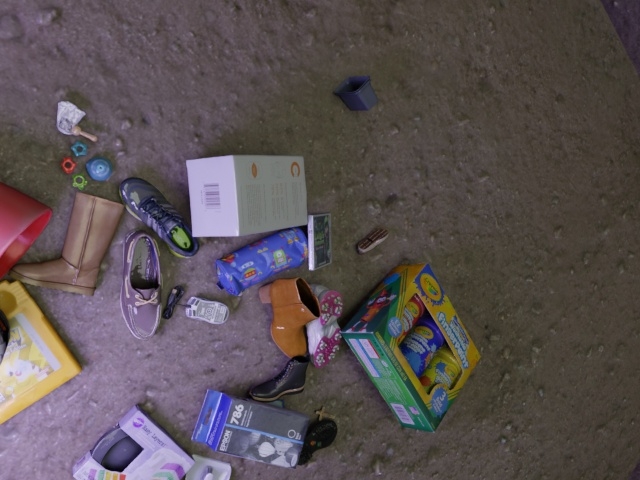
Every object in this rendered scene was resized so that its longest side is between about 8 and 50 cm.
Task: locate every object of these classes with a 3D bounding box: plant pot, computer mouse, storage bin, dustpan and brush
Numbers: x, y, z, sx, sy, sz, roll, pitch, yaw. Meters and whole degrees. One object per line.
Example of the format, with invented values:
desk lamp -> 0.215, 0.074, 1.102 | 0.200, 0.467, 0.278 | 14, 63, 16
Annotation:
plant pot -> -0.843, -0.044, 1.391 | 0.243, 0.275, 0.275 | 38, 77, -14
computer mouse -> -0.375, 0.210, 1.750 | 0.192, 0.042, 0.106 | 19, 80, -21
storage bin -> 0.129, -0.488, 1.909 | 0.098, 0.135, 0.091 | -49, 123, -16
dustpan and brush -> -0.371, 0.789, 1.776 | 0.147, 0.060, 0.211 | 26, 81, -25

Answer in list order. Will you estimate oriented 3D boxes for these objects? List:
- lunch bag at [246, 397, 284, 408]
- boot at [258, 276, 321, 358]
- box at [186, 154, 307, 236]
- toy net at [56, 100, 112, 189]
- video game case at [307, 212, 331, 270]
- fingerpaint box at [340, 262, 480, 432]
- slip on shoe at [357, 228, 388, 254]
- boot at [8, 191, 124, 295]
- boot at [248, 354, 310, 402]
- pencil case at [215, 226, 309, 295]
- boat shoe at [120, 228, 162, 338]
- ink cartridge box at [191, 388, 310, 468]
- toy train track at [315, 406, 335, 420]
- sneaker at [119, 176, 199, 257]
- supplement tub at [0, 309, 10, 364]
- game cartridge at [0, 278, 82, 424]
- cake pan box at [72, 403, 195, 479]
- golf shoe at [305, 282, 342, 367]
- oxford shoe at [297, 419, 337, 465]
lunch bag -> -0.184, 0.585, 1.843 | 0.128, 0.096, 0.151 | 10, 74, -21
boot -> -0.070, 0.252, 1.799 | 0.104, 0.211, 0.295 | -37, 108, -39
box -> -0.200, -0.134, 1.655 | 0.345, 0.168, 0.215 | -12, 100, -58
toy net -> -0.669, -0.262, 1.571 | 0.122, 0.045, 0.232 | -28, 104, -20
video game case -> 0.000, 0.000, 1.860 | 0.022, 0.190, 0.173 | 0, 95, 19
fingerpaint box -> 0.330, 0.364, 1.989 | 0.371, 0.163, 0.445 | -44, 111, -35
slip on shoe -> 0.185, 0.006, 2.014 | 0.135, 0.051, 0.041 | -37, 148, -28
boot -> -0.686, -0.002, 1.558 | 0.236, 0.089, 0.270 | 18, 86, -39
boot -> -0.130, 0.435, 1.840 | 0.197, 0.077, 0.137 | -8, 125, -38
pencil case -> -0.180, 0.066, 1.791 | 0.306, 0.119, 0.133 | -25, 102, -23
boat shoe -> -0.509, 0.131, 1.644 | 0.116, 0.096, 0.325 | -2, 94, -26
ink cartridge box -> -0.208, 0.577, 1.750 | 0.332, 0.065, 0.166 | 18, 84, -16
toy train track -> 0.015, 0.602, 1.983 | 0.083, 0.014, 0.048 | 27, 74, -31
sneaker -> -0.449, -0.066, 1.647 | 0.300, 0.121, 0.111 | 47, 73, -21
supplement tub -> -0.831, 0.240, 1.321 | 0.193, 0.316, 0.194 | -1, 92, -26
game cartridge -> -0.847, 0.298, 1.514 | 0.285, 0.052, 0.324 | -34, 108, -21
cake pan box -> -0.544, 0.654, 1.679 | 0.246, 0.070, 0.267 | -44, 109, -19
golf shoe -> -0.004, 0.278, 1.906 | 0.115, 0.140, 0.306 | -15, 123, -37
oxford shoe -> -0.035, 0.672, 1.930 | 0.227, 0.096, 0.083 | -18, 88, -43
